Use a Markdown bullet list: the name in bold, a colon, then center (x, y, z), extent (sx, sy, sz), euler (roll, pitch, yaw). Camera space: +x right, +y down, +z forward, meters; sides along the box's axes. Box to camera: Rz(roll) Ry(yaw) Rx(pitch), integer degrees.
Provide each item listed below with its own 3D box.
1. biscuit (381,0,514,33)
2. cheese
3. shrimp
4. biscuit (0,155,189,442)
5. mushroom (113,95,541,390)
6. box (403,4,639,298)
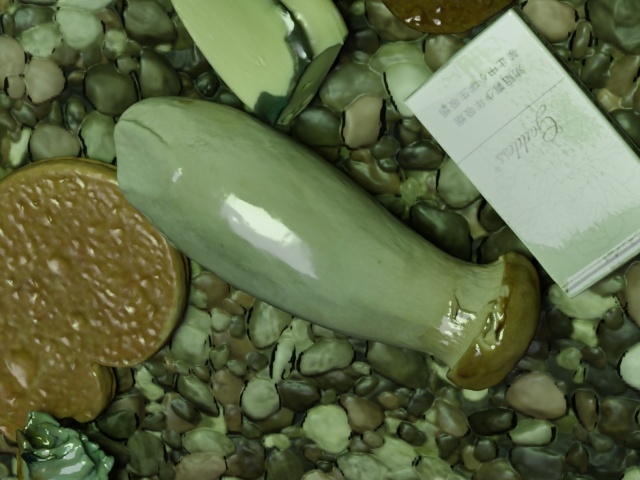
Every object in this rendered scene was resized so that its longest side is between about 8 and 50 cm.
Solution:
- **biscuit**: center (0.100, -0.244, 0.816), extent (0.320, 0.047, 0.183), euler (-24, 110, 36)
- **cheese**: center (-0.088, -0.202, 0.900), extent (0.251, 0.054, 0.127), euler (47, 146, 8)
- **shrimp**: center (-0.150, 0.269, 1.088), extent (0.287, 0.068, 0.185), euler (23, 129, 1)
- **biscuit**: center (-0.228, 0.056, 1.059), extent (0.202, 0.044, 0.288), euler (32, 118, 3)
- **mushroom**: center (0.000, 0.000, 0.918), extent (0.350, 0.128, 0.128), euler (25, 116, 4)
- **box**: center (0.164, -0.062, 0.889), extent (0.109, 0.029, 0.198), euler (-39, 93, 27)
